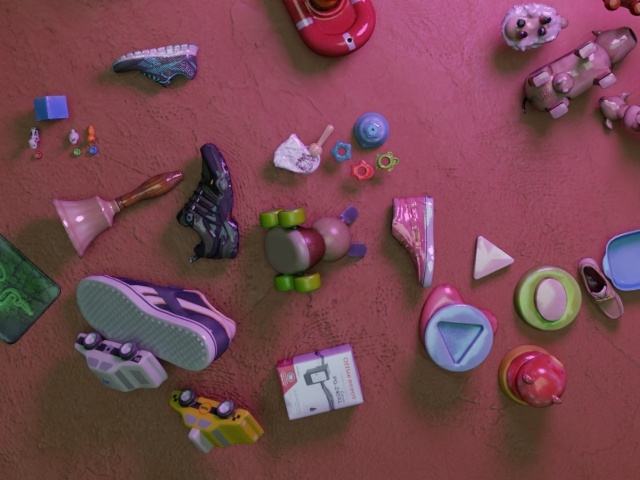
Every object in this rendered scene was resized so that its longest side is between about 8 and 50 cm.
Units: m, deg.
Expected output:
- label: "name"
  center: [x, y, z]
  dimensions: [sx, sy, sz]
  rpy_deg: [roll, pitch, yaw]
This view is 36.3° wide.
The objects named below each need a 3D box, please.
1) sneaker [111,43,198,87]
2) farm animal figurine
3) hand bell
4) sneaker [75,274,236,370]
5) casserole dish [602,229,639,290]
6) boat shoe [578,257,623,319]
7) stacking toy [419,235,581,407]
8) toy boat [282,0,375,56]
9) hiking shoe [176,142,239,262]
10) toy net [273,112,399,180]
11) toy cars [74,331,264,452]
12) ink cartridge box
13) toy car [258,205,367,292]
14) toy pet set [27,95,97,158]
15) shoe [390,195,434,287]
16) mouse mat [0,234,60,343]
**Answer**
- label: "sneaker"
  center: [-0.310, -0.325, 1.848]
  dimensions: [0.167, 0.065, 0.076]
  rpy_deg: [-8, 98, 1]
- label: "farm animal figurine"
  center: [0.528, -0.314, 1.828]
  dimensions: [0.327, 0.172, 0.330]
  rpy_deg: [-14, 102, 12]
- label: "hand bell"
  center: [-0.373, -0.073, 1.857]
  dimensions: [0.242, 0.126, 0.126]
  rpy_deg: [-26, 94, -13]
- label: "sneaker"
  center: [-0.310, 0.146, 1.856]
  dimensions: [0.321, 0.127, 0.126]
  rpy_deg: [24, 117, 21]
- label: "casserole dish"
  center: [0.639, 0.031, 1.909]
  dimensions: [0.188, 0.037, 0.114]
  rpy_deg: [-13, 94, 0]
- label: "boat shoe"
  center: [0.544, 0.099, 1.901]
  dimensions: [0.050, 0.045, 0.135]
  rpy_deg: [-34, 90, 20]
- label: "stacking toy"
  center: [0.362, 0.159, 1.863]
  dimensions: [0.309, 0.130, 0.279]
  rpy_deg: [25, 93, -3]
- label: "toy boat"
  center: [0.010, -0.454, 1.801]
  dimensions: [0.151, 0.151, 0.231]
  rpy_deg: [-26, 94, 1]
- label: "hiking shoe"
  center: [-0.220, -0.070, 1.853]
  dimensions: [0.114, 0.086, 0.226]
  rpy_deg: [-8, 95, -4]
- label: "toy net"
  center: [0.027, -0.165, 1.877]
  dimensions: [0.232, 0.045, 0.122]
  rpy_deg: [-14, 96, 1]
- label: "toy cars"
  center: [-0.297, 0.295, 1.826]
  dimensions: [0.394, 0.176, 0.087]
  rpy_deg: [31, 61, -3]
- label: "ink cartridge box"
  center: [0.000, 0.274, 1.894]
  dimensions: [0.151, 0.063, 0.109]
  rpy_deg: [-14, 94, 0]
- label: "toy car"
  center: [0.000, 0.000, 1.865]
  dimensions: [0.188, 0.149, 0.155]
  rpy_deg: [-17, 99, -29]
- label: "toy pet set"
  center: [-0.495, -0.214, 1.847]
  dimensions: [0.122, 0.065, 0.114]
  rpy_deg: [-6, 94, -2]
- label: "shoe"
  center: [0.176, 0.003, 1.884]
  dimensions: [0.081, 0.063, 0.177]
  rpy_deg: [0, 89, 0]
- label: "mouse mat"
  center: [-0.619, 0.090, 1.894]
  dimensions: [0.190, 0.007, 0.152]
  rpy_deg: [42, 92, -3]
